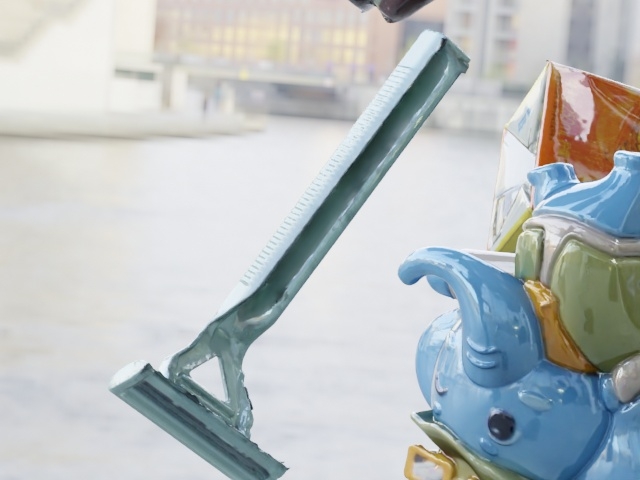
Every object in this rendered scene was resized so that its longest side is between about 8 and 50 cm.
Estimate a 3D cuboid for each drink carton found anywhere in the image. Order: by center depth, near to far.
[{"bbox_3d":[0.321,-0.014,1.598,0.351,0.155,0.111,16,-30,-9],"label":"drink carton"}]

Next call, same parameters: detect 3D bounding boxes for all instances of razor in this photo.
[{"bbox_3d":[-0.005,-0.002,1.116,0.111,0.278,0.056,40,-14,-27],"label":"razor"}]

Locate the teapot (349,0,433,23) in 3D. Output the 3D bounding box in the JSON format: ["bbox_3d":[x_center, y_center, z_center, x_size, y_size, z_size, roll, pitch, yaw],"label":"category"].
[{"bbox_3d":[0.092,-0.320,1.402,0.315,0.312,0.233,52,13,15],"label":"teapot"}]

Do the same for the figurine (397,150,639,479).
[{"bbox_3d":[0.140,0.064,1.271,0.180,0.262,0.154,10,8,15],"label":"figurine"}]
